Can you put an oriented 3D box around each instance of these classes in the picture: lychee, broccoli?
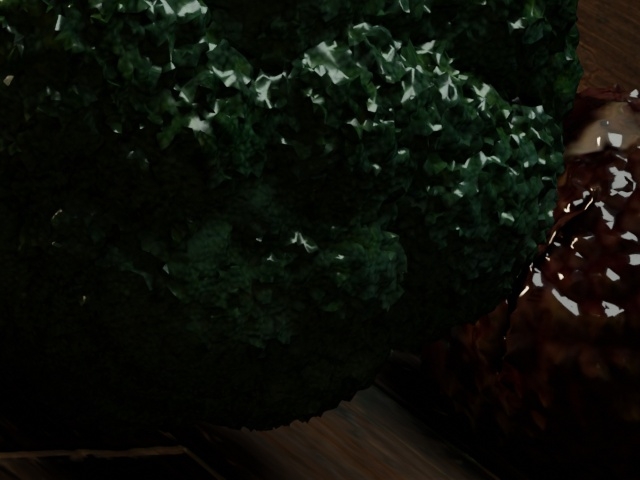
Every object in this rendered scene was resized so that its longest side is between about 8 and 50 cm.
[{"bbox_3d":[0.131,0.024,0.880,0.188,0.188,0.188,28,12,-6],"label":"lychee"},{"bbox_3d":[-0.042,-0.071,0.631,0.270,0.270,0.270,24,38,-27],"label":"broccoli"}]
